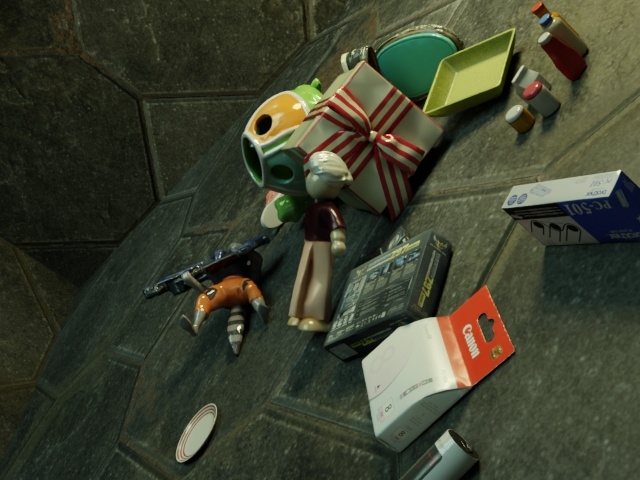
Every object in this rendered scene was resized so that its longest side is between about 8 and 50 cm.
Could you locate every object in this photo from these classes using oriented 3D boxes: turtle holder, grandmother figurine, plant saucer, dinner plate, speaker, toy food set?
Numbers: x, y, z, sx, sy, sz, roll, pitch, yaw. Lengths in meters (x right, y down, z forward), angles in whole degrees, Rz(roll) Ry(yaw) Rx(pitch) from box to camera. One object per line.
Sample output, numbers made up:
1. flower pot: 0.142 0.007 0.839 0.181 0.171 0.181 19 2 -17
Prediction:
1. turtle holder: -0.067 -0.212 2.050 0.227 0.243 0.320 -24 -16 -20
2. grandmother figurine: 0.000 0.000 1.641 0.208 0.104 0.342 4 89 61
3. plant saucer: 0.316 -0.333 1.766 0.188 0.045 0.188 -17 39 41
4. dinner plate: -0.263 0.416 1.845 0.141 0.017 0.141 -43 23 22
5. speaker: 0.140 0.309 1.106 0.136 0.055 0.055 -48 21 10
6. toy food set: 0.390 -0.314 1.524 0.232 0.104 0.111 -57 21 -12

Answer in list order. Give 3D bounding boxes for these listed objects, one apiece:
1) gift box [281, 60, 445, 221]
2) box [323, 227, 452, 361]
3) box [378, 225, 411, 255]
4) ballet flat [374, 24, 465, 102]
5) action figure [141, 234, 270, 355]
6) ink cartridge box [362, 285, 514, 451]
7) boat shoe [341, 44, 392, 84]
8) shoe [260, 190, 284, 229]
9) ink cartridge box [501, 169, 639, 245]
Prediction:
1. gift box: 0.081 -0.189 1.797 0.276 0.255 0.258 -57 12 -4
2. box: 0.116 0.098 1.498 0.233 0.059 0.183 -31 30 46
3. box: 0.144 0.016 1.630 0.067 0.018 0.083 -46 21 17
4. ballet flat: 0.179 -0.391 2.063 0.483 0.164 0.182 -34 11 45
5. action figure: -0.256 0.138 2.078 0.341 0.178 0.330 -22 22 9
6. ink cartridge box: 0.165 0.175 1.278 0.232 0.066 0.189 -50 20 19
7. boat shoe: 0.130 -0.330 1.953 0.079 0.233 0.084 -20 15 27
8. shoe: -0.121 -0.090 2.316 0.081 0.063 0.178 -26 28 53
9. ink cartridge box: 0.352 -0.040 1.165 0.046 0.097 0.207 -59 21 -17
